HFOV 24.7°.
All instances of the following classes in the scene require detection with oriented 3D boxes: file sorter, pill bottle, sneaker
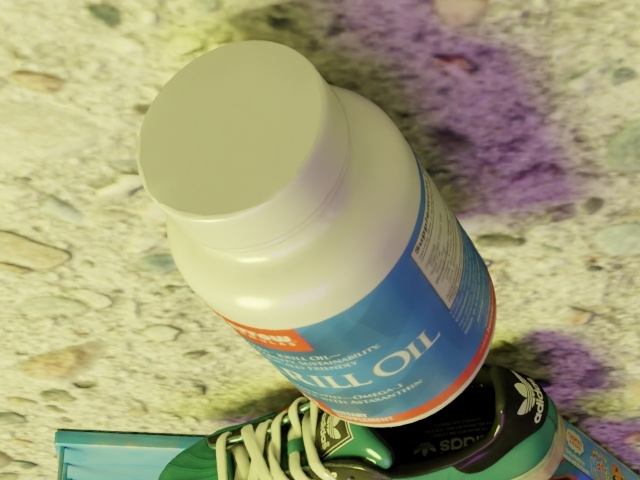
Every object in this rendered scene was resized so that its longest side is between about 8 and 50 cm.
[{"bbox_3d":[-0.155,0.233,1.184,0.118,0.104,0.170,4,153,-4],"label":"file sorter"},{"bbox_3d":[0.000,0.000,0.715,0.124,0.124,0.221,-10,150,20],"label":"pill bottle"},{"bbox_3d":[0.011,0.139,1.009,0.302,0.108,0.121,-16,148,14],"label":"sneaker"}]

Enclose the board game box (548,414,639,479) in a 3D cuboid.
[{"bbox_3d":[0.145,0.188,1.157,0.160,0.039,0.211,-15,148,28],"label":"board game box"}]
